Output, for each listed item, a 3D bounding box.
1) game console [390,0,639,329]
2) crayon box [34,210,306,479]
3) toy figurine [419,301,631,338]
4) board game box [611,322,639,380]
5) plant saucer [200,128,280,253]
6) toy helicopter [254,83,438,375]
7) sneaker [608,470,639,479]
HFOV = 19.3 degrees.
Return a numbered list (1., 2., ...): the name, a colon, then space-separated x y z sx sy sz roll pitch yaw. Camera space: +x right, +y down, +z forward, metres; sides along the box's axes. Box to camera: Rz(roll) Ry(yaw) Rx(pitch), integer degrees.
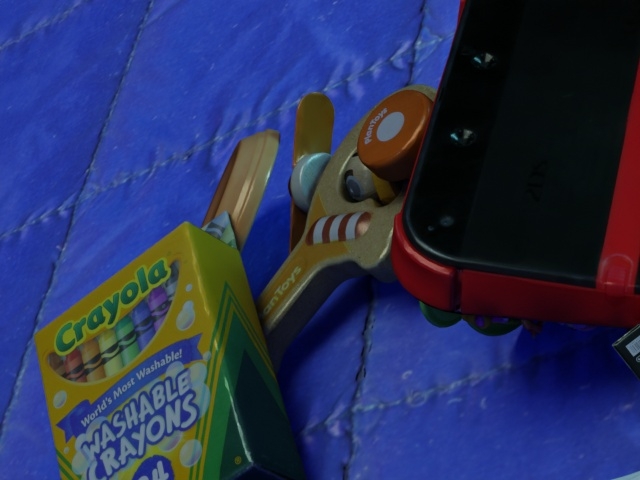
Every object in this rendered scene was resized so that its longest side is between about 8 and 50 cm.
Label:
1. game console: 0.252 -0.080 1.518 0.342 0.060 0.386 8 48 12
2. crayon box: -0.147 0.131 1.696 0.203 0.083 0.323 -36 48 22
3. toy figurine: 0.193 0.037 1.497 0.173 0.130 0.159 -18 25 -42
4. board game box: 0.319 0.068 1.337 0.186 0.126 0.026 -38 -11 7
5. plant saucer: -0.092 -0.022 1.875 0.200 0.037 0.200 -159 90 -83
6. toy helicopter: 0.000 0.000 1.761 0.355 0.140 0.235 -52 35 1
7. sneaker: 0.246 0.225 1.207 0.321 0.124 0.180 -41 30 1
